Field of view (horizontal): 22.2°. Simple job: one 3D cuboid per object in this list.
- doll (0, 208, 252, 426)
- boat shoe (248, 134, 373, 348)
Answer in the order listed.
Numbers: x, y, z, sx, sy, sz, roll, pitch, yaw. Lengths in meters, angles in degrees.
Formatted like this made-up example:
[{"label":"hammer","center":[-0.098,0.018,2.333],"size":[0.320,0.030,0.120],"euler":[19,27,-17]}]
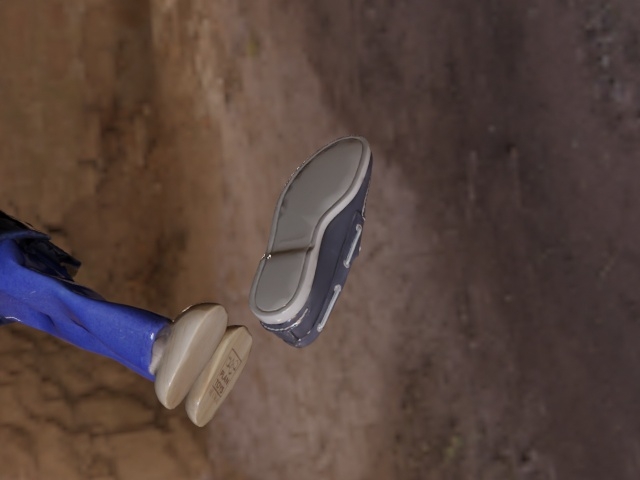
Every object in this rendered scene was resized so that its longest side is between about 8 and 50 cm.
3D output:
[{"label":"doll","center":[-0.119,0.010,0.610],"size":[0.046,0.189,0.129],"euler":[-62,-17,-9]},{"label":"boat shoe","center":[0.000,0.000,1.403],"size":[0.065,0.075,0.206],"euler":[55,-134,-40]}]
